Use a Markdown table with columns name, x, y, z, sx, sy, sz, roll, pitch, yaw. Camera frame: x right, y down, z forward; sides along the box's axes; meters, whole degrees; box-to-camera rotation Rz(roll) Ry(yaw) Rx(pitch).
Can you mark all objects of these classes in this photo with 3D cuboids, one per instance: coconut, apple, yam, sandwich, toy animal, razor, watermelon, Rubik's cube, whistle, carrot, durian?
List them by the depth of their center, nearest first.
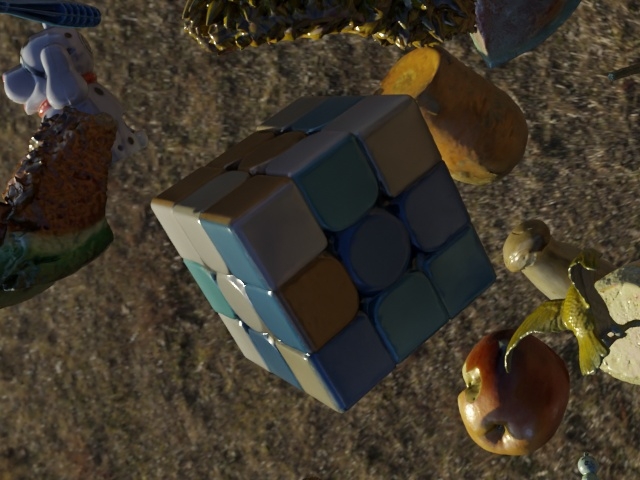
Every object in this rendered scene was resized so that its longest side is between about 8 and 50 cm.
| name | x | y | z | sx | sy | sz | roll | pitch | yaw |
| --- | --- | --- | --- | --- | --- | --- | --- | --- | --- |
| durian | 0.038 | -0.253 | 0.804 | 0.191 | 0.341 | 0.112 | 107 | 147 | -46 |
| toy animal | 0.284 | 0.074 | 0.902 | 0.095 | 0.155 | 0.219 | 45 | 140 | 17 |
| watermelon | 0.228 | -0.387 | 1.072 | 0.148 | 0.226 | 0.318 | -117 | 36 | -46 |
| sandwich | -0.353 | -0.036 | 1.155 | 0.162 | 0.250 | 0.301 | 28 | 90 | 6 |
| razor | -0.406 | -0.319 | 1.177 | 0.042 | 0.253 | 0.082 | 19 | 109 | 32 |
| Rubik's cube | 0.000 | 0.000 | 1.346 | 0.347 | 0.344 | 0.347 | 60 | 160 | -21 |
| apple | 0.305 | 0.248 | 1.377 | 0.199 | 0.199 | 0.199 | 5 | 99 | 30 |
| whistle | 0.454 | 0.404 | 1.436 | 0.035 | 0.035 | 0.100 | -22 | 53 | 31 |
| coconut | 0.629 | 0.148 | 1.630 | 0.239 | 0.244 | 0.239 | 7 | 101 | 38 |
| yam | 0.639 | -0.348 | 1.747 | 0.116 | 0.021 | 0.021 | -18 | 90 | -14 |
| carrot | 0.298 | -0.270 | 1.883 | 0.224 | 0.340 | 0.224 | -35 | 36 | 30 |

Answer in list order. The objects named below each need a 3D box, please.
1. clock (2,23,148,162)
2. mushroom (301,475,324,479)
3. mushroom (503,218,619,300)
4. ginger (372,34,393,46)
| name | x | y | z | sx | sy | sz | roll | pitch | yaw |
| --- | --- | --- | --- | --- | --- | --- | --- | --- | --- |
| clock | -0.424 | -0.242 | 1.448 | 0.188 | 0.189 | 0.254 | -14 | 108 | 31 |
| mushroom | -0.016 | 0.435 | 1.350 | 0.087 | 0.127 | 0.127 | 6 | 100 | 23 |
| mushroom | 0.556 | 0.092 | 1.799 | 0.407 | 0.137 | 0.154 | 37 | 82 | -21 |
| ginger | 0.199 | -0.376 | 1.279 | 0.290 | 0.084 | 0.122 | -19 | 123 | 22 |
